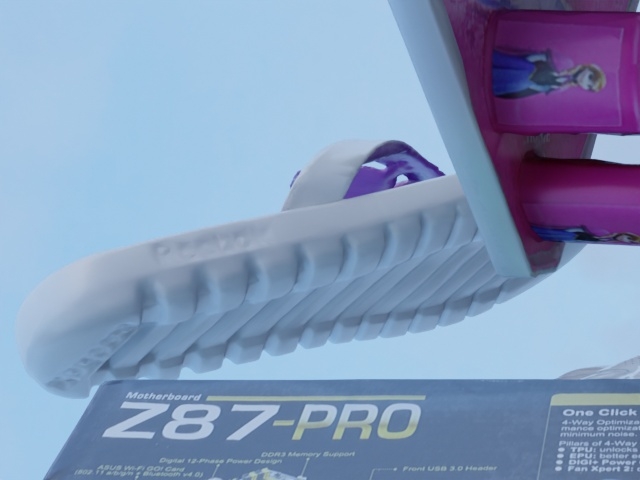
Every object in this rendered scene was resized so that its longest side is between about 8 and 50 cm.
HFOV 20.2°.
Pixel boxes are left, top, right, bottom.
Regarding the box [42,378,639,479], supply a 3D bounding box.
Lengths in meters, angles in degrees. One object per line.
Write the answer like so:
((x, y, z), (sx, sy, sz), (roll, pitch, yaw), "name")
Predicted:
((0.087, 0.148, 0.456), (0.318, 0.395, 0.097), (-70, -25, -60), "box")

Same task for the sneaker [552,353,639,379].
((0.195, 0.093, 0.961), (0.090, 0.232, 0.115), (63, -153, 5), "sneaker")

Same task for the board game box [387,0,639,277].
((0.068, -0.255, 0.428), (0.390, 0.050, 0.390), (-67, -33, -35), "board game box")

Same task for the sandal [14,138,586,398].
((0.007, -0.008, 1.084), (0.416, 0.169, 0.102), (-10, -116, -35), "sandal")
